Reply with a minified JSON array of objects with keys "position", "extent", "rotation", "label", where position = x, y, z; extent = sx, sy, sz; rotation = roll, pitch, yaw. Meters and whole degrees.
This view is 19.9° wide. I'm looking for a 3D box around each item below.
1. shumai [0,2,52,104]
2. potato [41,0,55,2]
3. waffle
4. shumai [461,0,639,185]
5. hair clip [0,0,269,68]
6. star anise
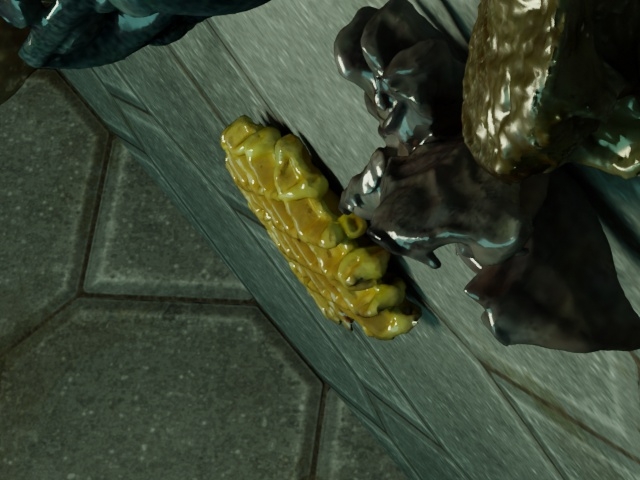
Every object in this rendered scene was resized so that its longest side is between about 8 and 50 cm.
[{"position":[-0.297,-0.287,1.486],"extent":[0.262,0.267,0.314],"rotation":[119,143,-66],"label":"shumai"},{"position":[-0.168,-0.233,0.987],"extent":[0.246,0.299,0.196],"rotation":[-45,-41,-67],"label":"potato"},{"position":[-0.002,0.000,1.719],"extent":[0.283,0.065,0.309],"rotation":[48,173,29],"label":"waffle"},{"position":[0.097,-0.084,0.672],"extent":[0.139,0.105,0.123],"rotation":[-135,47,-60],"label":"shumai"},{"position":[-0.031,-0.158,0.582],"extent":[0.194,0.206,0.310],"rotation":[48,169,-14],"label":"hair clip"},{"position":[0.069,-0.028,0.970],"extent":[0.198,0.110,0.257],"rotation":[57,177,-36],"label":"star anise"}]
